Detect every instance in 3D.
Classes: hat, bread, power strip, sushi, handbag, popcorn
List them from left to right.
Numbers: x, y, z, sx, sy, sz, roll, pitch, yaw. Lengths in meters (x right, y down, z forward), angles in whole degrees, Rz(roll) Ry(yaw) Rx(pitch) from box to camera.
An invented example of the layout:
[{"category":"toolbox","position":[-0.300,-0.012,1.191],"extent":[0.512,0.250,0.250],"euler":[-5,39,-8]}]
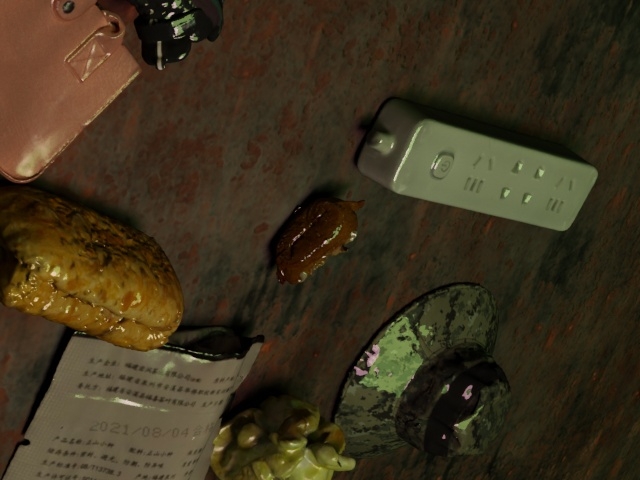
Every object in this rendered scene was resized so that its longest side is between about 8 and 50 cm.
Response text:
[{"category":"handbag","position":[-0.238,-0.157,1.242],"extent":[0.157,0.059,0.212],"euler":[-43,143,-9]},{"category":"bread","position":[-0.207,0.024,1.396],"extent":[0.083,0.114,0.211],"euler":[-42,147,17]},{"category":"popcorn","position":[-0.039,0.239,1.744],"extent":[0.141,0.162,0.135],"euler":[-62,145,-77]},{"category":"sushi","position":[-0.002,-0.003,1.638],"extent":[0.118,0.061,0.060],"euler":[-32,154,9]},{"category":"hat","position":[0.154,0.187,1.911],"extent":[0.265,0.128,0.265],"euler":[-32,142,-29]},{"category":"power strip","position":[0.173,-0.078,1.747],"extent":[0.385,0.062,0.091],"euler":[10,111,-51]}]

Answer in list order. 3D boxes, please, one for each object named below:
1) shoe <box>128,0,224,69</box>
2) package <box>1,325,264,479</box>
[{"category":"shoe","position":[-0.122,-0.185,1.286],"extent":[0.169,0.071,0.099],"euler":[-3,96,-64]},{"category":"package","position":[-0.175,0.178,1.608],"extent":[0.251,0.062,0.204],"euler":[5,117,-45]}]
